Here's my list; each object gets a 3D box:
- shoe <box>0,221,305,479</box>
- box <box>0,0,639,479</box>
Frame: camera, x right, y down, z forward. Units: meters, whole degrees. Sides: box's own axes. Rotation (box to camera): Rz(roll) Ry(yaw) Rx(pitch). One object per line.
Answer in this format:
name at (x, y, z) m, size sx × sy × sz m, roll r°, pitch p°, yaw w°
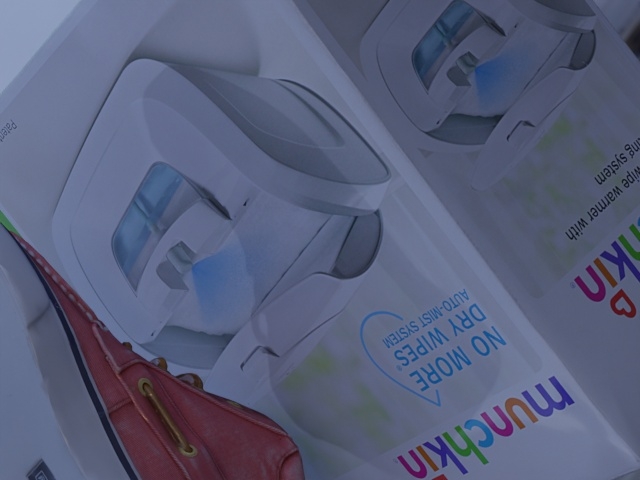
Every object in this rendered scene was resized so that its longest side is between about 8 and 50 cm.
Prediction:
shoe at (-0.068, 0.062, 0.587) m, size 0.081 × 0.178 × 0.063 m, roll -15°, pitch -22°, yaw -48°
box at (0.000, 0.000, 0.650) m, size 0.127 × 0.231 × 0.262 m, roll -38°, pitch 2°, yaw -40°
